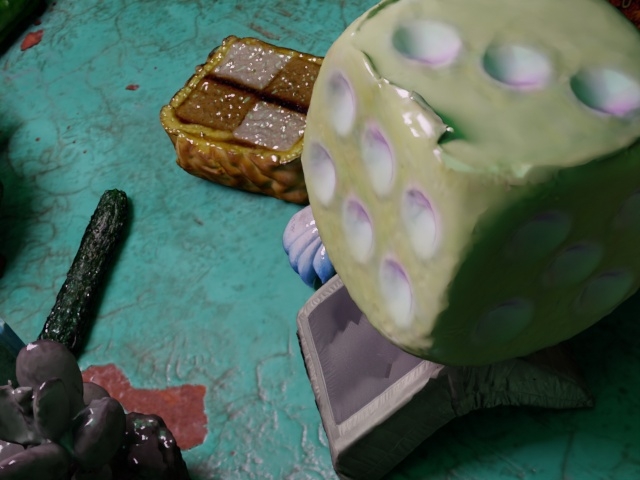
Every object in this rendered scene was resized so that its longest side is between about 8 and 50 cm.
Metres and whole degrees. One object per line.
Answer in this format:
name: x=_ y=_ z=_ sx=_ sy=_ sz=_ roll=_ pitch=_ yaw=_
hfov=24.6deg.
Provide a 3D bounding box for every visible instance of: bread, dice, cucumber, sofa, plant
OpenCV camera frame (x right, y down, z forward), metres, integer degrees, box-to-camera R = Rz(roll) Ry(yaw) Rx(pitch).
bread: x=-0.059 y=-0.135 z=1.674 sx=0.222 sy=0.096 sz=0.181 roll=18 pitch=62 yaw=30
dice: x=0.146 y=-0.065 z=1.247 sx=0.250 sy=0.254 sz=0.252 roll=-16 pitch=53 yaw=-24
cucumber: x=-0.264 y=0.040 z=1.654 sx=0.044 sy=0.043 sz=0.256 roll=4 pitch=54 yaw=19
sofa: x=0.108 y=0.112 z=1.421 sx=0.225 sy=0.176 sz=0.210 roll=-43 pitch=43 yaw=24
plant: x=-0.222 y=0.199 z=1.359 sx=0.149 sy=0.274 sz=0.146 roll=-15 pitch=55 yaw=12

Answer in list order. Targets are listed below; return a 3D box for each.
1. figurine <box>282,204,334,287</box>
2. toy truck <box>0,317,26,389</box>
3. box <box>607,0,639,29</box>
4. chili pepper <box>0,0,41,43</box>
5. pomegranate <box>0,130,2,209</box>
figurine: x=0.000 y=0.000 z=1.567 sx=0.114 sy=0.079 sz=0.114 roll=-37 pitch=43 yaw=43
toy truck: x=-0.347 y=0.160 z=1.436 sx=0.156 sy=0.279 sz=0.155 roll=25 pitch=65 yaw=21
box: x=0.474 y=-0.283 z=1.560 sx=0.415 sy=0.116 sz=0.264 roll=-9 pitch=52 yaw=15
chili pepper: x=-0.539 y=-0.284 z=1.943 sx=0.385 sy=0.167 sz=0.213 roll=-44 pitch=48 yaw=-13
pomegranate: x=-0.499 y=-0.054 z=1.731 sx=0.310 sy=0.216 sz=0.358 roll=3 pitch=25 yaw=25
